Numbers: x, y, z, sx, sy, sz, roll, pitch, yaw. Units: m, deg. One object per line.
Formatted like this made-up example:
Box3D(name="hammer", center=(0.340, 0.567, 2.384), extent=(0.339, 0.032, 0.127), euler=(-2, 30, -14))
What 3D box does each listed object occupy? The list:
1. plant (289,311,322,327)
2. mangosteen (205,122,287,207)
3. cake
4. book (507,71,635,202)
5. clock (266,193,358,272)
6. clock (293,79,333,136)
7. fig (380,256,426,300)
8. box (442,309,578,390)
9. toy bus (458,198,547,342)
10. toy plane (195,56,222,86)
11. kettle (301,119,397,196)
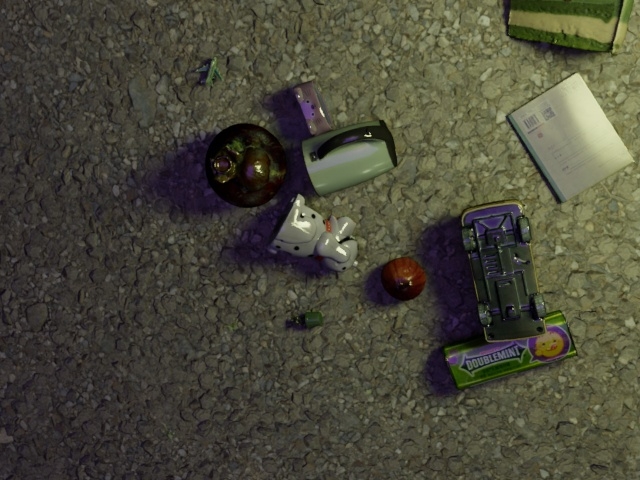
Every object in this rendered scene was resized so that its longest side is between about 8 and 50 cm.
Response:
Box3D(name="plant", center=(-0.047, 0.236, 1.810), extent=(0.102, 0.051, 0.051), euler=(-8, 99, 17))
Box3D(name="mangosteen", center=(-0.216, -0.206, 1.630), extent=(0.231, 0.289, 0.232), euler=(-1, 86, 19))
Box3D(name="cake", center=(0.634, -0.563, 1.526), extent=(0.283, 0.172, 0.158), euler=(24, 122, 38))
Box3D(name="book", center=(0.658, -0.268, 1.610), extent=(0.214, 0.025, 0.283), euler=(-31, 94, 14))
Box3D(name="clock", center=(-0.001, -0.004, 1.707), extent=(0.253, 0.189, 0.189), euler=(24, 104, -9))
Box3D(name="clock", center=(-0.018, -0.359, 1.659), extent=(0.050, 0.110, 0.153), euler=(-20, 98, 16))
Box3D(name="fig", center=(0.239, 0.116, 1.704), extent=(0.128, 0.150, 0.128), euler=(-13, 124, -20))
Box3D(name="box", center=(0.521, 0.309, 1.706), extent=(0.345, 0.097, 0.134), euler=(-19, 98, 12))
Box3D(name="toy bus", center=(0.480, 0.069, 1.617), extent=(0.176, 0.202, 0.366), euler=(-10, 102, 18))
Box3D(name="toy plane", center=(-0.308, -0.477, 1.725), extent=(0.080, 0.033, 0.083), euler=(21, 96, 6))
Box3D(name="kettle", center=(0.078, -0.232, 1.615), extent=(0.236, 0.221, 0.161), euler=(-15, 74, 12))
